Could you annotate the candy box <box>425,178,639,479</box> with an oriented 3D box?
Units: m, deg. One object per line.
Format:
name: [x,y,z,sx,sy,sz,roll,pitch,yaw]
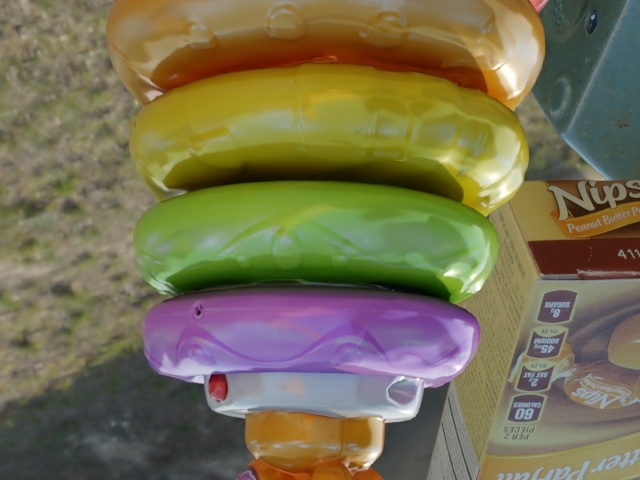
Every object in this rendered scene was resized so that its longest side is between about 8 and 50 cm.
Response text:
candy box: [0.173,0.109,0.714,0.183,0.087,0.316,-1,130,-9]

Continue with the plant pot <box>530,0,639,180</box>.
plant pot: [0.271,-0.143,0.790,0.252,0.248,0.247,7,124,-17]

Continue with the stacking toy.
stacking toy: [0.000,0.000,0.379,0.166,0.301,0.175,8,167,-27]
